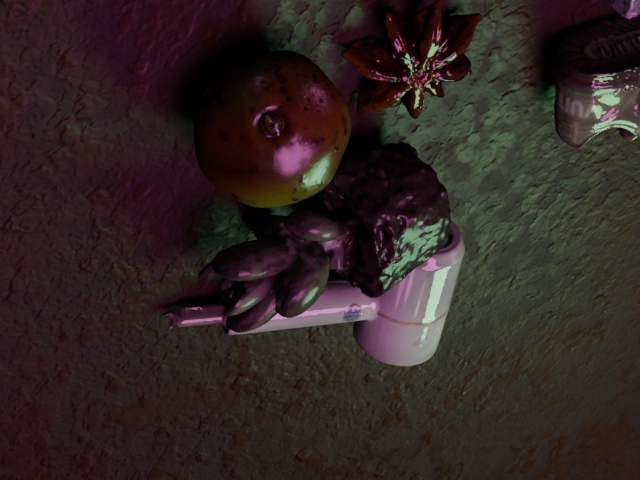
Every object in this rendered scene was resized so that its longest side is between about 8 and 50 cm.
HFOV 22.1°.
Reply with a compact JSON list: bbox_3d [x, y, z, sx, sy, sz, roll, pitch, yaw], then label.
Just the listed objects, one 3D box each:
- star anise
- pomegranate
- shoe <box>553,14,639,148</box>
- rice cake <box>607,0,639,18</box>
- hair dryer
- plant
[{"bbox_3d":[0.097,-0.188,1.727,0.168,0.057,0.168,-20,138,-19],"label":"star anise"},{"bbox_3d":[-0.046,-0.106,1.652,0.159,0.159,0.205,-32,167,-3],"label":"pomegranate"},{"bbox_3d":[0.391,-0.188,1.901,0.293,0.109,0.149,-13,140,-20],"label":"shoe"},{"bbox_3d":[0.354,-0.337,1.768,0.034,0.043,0.211,-18,138,-27],"label":"rice cake"},{"bbox_3d":[-0.012,0.067,1.888,0.357,0.107,0.173,-7,131,-22],"label":"hair dryer"},{"bbox_3d":[0.001,-0.002,1.778,0.274,0.149,0.146,-28,134,-14],"label":"plant"}]
